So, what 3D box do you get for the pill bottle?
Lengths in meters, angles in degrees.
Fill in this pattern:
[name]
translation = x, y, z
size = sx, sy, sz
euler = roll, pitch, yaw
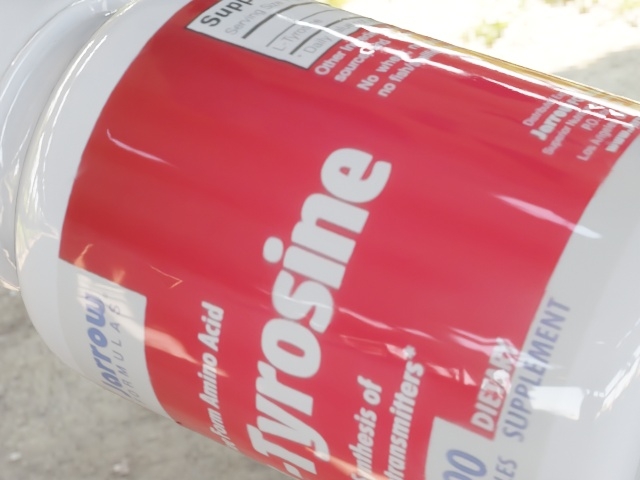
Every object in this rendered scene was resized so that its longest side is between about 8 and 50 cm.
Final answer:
[pill bottle]
translation = 0.000, 0.000, 0.747
size = 0.408, 0.229, 0.229
euler = 21, 33, 25
